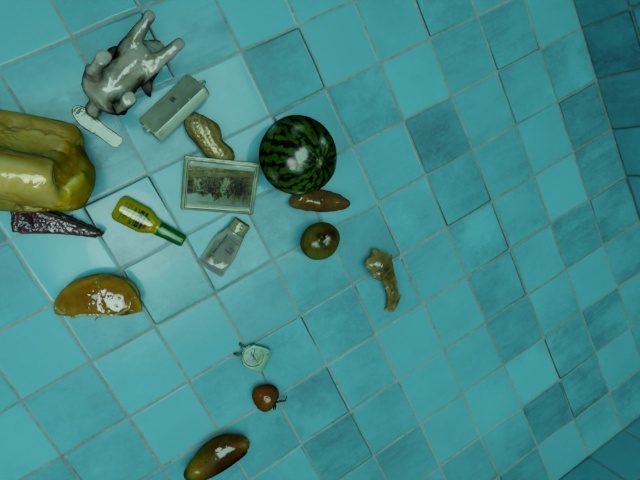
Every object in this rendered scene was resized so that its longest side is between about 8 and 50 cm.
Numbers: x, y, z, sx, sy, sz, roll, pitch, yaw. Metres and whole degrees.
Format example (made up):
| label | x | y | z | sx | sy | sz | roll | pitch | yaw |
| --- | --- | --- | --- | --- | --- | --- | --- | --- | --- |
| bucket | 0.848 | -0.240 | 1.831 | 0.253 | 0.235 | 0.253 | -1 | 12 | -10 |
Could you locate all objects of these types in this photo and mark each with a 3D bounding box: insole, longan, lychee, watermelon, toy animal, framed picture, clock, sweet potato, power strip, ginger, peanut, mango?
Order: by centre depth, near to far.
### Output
| label | x | y | z | sx | sy | sz | roll | pitch | yaw |
| --- | --- | --- | --- | --- | --- | --- | --- | --- | --- |
| toy animal | -0.632 | -0.546 | 1.557 | 0.194 | 0.302 | 0.345 | 46 | 58 | -22 |
| insole | -0.765 | -0.389 | 1.636 | 0.188 | 0.004 | 0.064 | 39 | 85 | -18 |
| power strip | -0.505 | -0.465 | 1.658 | 0.118 | 0.046 | 0.270 | 40 | 82 | 27 |
| peanut | -0.393 | -0.361 | 1.709 | 0.108 | 0.095 | 0.226 | -37 | 107 | 1 |
| watermelon | -0.079 | -0.304 | 1.721 | 0.284 | 0.285 | 0.286 | -2 | 97 | -17 |
| framed picture | -0.364 | -0.194 | 1.739 | 0.273 | 0.017 | 0.217 | 2 | 120 | -17 |
| longan | 0.000 | 0.000 | 1.841 | 0.145 | 0.176 | 0.155 | 27 | 73 | -4 |
| mango | -0.402 | 0.830 | 1.843 | 0.267 | 0.111 | 0.133 | -28 | 120 | -14 |
| sweet potato | 0.001 | -0.155 | 1.860 | 0.251 | 0.097 | 0.097 | 4 | 96 | -16 |
| clock | -0.268 | 0.450 | 1.877 | 0.134 | 0.041 | 0.101 | 28 | 88 | -18 |
| lychee | -0.202 | 0.618 | 1.887 | 0.140 | 0.114 | 0.101 | 12 | 124 | -1 |
| ginger | 0.269 | 0.170 | 1.995 | 0.131 | 0.086 | 0.295 | -29 | 110 | -35 |

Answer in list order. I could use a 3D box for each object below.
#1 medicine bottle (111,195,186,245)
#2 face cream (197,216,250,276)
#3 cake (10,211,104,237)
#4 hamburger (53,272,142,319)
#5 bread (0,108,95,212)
| label | x | y | z | sx | sy | sz | roll | pitch | yaw |
| --- | --- | --- | --- | --- | --- | --- | --- | --- | --- |
| medicine bottle | -0.603 | -0.058 | 1.698 | 0.260 | 0.064 | 0.095 | 30 | 87 | -19 |
| face cream | -0.353 | 0.023 | 1.793 | 0.114 | 0.070 | 0.224 | 34 | 95 | -18 |
| cake | -0.880 | -0.048 | 1.587 | 0.294 | 0.116 | 0.113 | 15 | 96 | -16 |
| hamburger | -0.758 | 0.189 | 1.637 | 0.282 | 0.144 | 0.157 | 0 | 96 | -15 |
| bread | -0.899 | -0.209 | 1.451 | 0.393 | 0.361 | 0.250 | 8 | 131 | -21 |
